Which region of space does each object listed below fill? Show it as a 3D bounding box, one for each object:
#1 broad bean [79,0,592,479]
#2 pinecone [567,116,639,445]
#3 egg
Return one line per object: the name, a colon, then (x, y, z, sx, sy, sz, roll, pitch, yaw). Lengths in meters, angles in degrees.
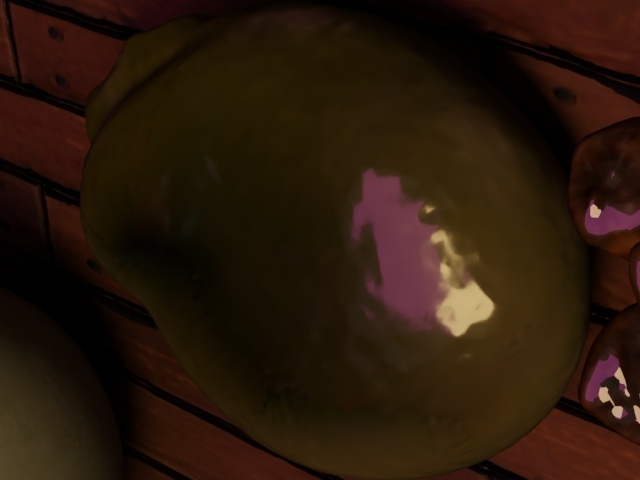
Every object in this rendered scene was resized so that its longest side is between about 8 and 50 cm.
broad bean: (0.000, 0.000, 0.905, 0.291, 0.119, 0.238, 20, 120, 33)
pinecone: (0.203, 0.021, 0.642, 0.202, 0.201, 0.229, -11, 102, 41)
egg: (-0.273, 0.164, 1.172, 0.276, 0.276, 0.389, 53, 143, 4)
